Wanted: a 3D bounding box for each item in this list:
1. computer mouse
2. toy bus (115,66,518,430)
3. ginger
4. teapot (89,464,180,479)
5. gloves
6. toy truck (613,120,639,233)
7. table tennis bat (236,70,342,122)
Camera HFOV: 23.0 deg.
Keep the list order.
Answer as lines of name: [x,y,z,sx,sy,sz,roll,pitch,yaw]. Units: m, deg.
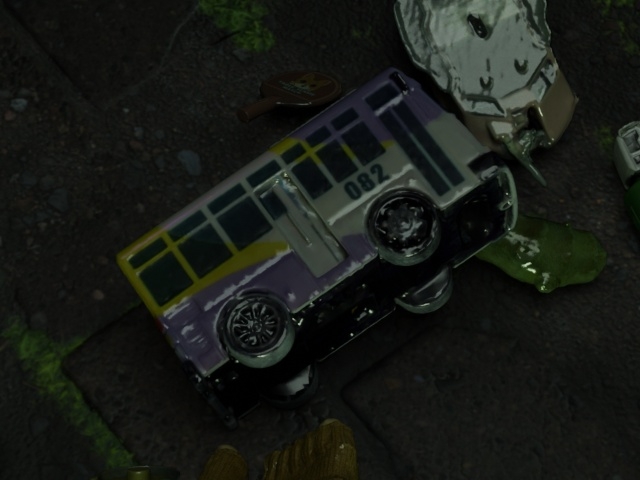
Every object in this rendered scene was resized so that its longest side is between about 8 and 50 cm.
computer mouse: [0.229,-0.239,2.113,0.199,0.115,0.389,-25,75,2]
toy bus: [0.000,0.000,1.881,0.440,0.209,0.249,-35,66,-4]
ginger: [0.230,-0.031,2.021,0.290,0.089,0.137,36,41,20]
teapot: [-0.221,0.319,1.797,0.165,0.130,0.119,0,93,29]
gloves: [-0.060,0.337,1.747,0.203,0.155,0.356,13,42,17]
toy truck: [0.463,-0.044,2.032,0.125,0.101,0.243,-22,68,-1]
table tennis bat: [-0.045,-0.148,2.110,0.107,0.119,0.170,23,37,37]
